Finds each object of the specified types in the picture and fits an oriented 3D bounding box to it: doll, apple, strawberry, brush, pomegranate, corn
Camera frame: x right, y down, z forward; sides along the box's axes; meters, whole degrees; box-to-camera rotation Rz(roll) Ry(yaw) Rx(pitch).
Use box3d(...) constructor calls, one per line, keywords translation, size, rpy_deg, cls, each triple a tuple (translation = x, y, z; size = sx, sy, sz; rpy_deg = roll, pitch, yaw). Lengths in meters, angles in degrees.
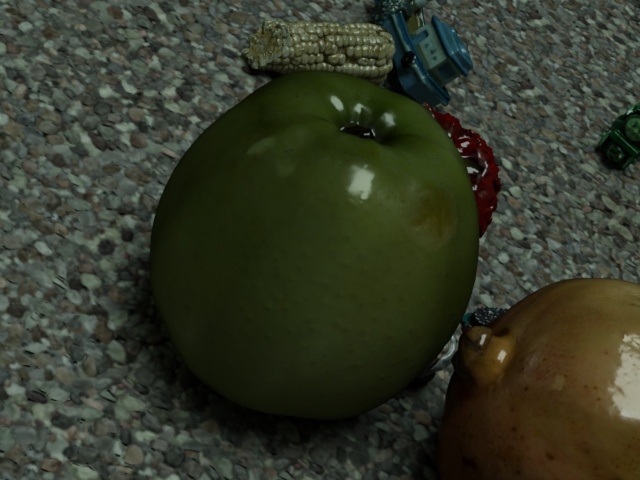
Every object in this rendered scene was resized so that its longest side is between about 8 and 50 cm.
box3d(translation=(0.116, 0.127, 1.667), size=(0.073, 0.084, 0.127), rpy_deg=(-7, 22, 1), cls="doll")
box3d(translation=(0.000, 0.000, 1.532), size=(0.357, 0.357, 0.357), rpy_deg=(18, 42, -17), cls="apple")
box3d(translation=(0.129, -0.071, 1.818), size=(0.201, 0.187, 0.184), rpy_deg=(-15, 89, -80), cls="strawberry")
box3d(translation=(0.261, 0.106, 1.817), size=(0.193, 0.032, 0.043), rpy_deg=(7, 46, -26), cls="brush")
box3d(translation=(0.257, 0.186, 1.510), size=(0.338, 0.338, 0.338), rpy_deg=(18, 42, -17), cls="pomegranate")
box3d(translation=(0.004, -0.255, 1.971), size=(0.211, 0.087, 0.087), rpy_deg=(4, 48, -33), cls="corn")

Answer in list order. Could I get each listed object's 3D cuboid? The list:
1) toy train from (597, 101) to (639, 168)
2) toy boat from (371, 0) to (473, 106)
box3d(translation=(0.479, -0.173, 2.189), size=(0.071, 0.104, 0.178), rpy_deg=(44, 41, 6), cls="toy train")
box3d(translation=(0.140, -0.298, 2.077), size=(0.109, 0.098, 0.238), rpy_deg=(38, 26, -48), cls="toy boat")
